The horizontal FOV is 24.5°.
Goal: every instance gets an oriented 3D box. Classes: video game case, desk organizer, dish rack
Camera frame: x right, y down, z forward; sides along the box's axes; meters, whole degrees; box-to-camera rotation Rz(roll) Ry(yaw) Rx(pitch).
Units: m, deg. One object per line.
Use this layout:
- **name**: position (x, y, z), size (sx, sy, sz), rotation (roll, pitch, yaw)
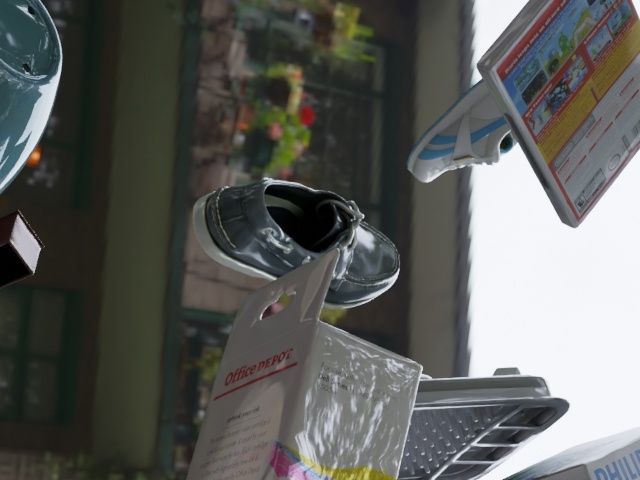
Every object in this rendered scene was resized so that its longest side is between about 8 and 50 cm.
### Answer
- **video game case**: position (0.288, -0.170, 1.620), size (0.025, 0.285, 0.204), rotation (28, -107, 42)
- **desk organizer**: position (-0.329, 0.026, 1.378), size (0.130, 0.047, 0.050), rotation (-22, -150, 14)
- **dish rack**: position (0.115, 0.236, 1.849), size (0.285, 0.333, 0.072), rotation (-50, -132, 50)

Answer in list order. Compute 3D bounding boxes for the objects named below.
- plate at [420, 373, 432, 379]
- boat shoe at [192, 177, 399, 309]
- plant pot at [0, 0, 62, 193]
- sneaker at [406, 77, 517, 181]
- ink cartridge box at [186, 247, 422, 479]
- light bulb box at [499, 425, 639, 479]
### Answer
- **plate**: position (0.016, 0.293, 2.176), size (0.278, 0.045, 0.277), rotation (-15, -156, 20)
- **boat shoe**: position (0.000, 0.000, 1.670), size (0.099, 0.319, 0.116), rotation (-26, -118, 35)
- **plant pot**: position (-0.379, -0.175, 1.495), size (0.195, 0.290, 0.290), rotation (-26, -123, 28)
- **sneaker**: position (0.190, -0.128, 1.866), size (0.092, 0.087, 0.228), rotation (46, -38, 2)
- **ink cartridge box**: position (-0.027, 0.204, 1.312), size (0.207, 0.119, 0.353), rotation (-29, -139, 56)
- **light bulb box**: position (0.367, 0.423, 1.754), size (0.225, 0.358, 0.361), rotation (-26, -100, 36)
